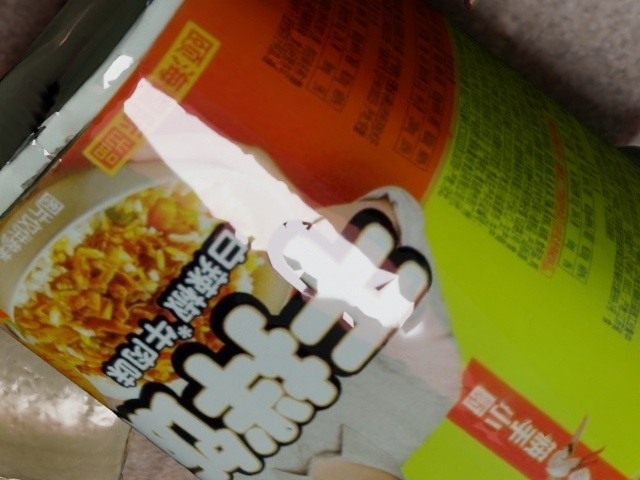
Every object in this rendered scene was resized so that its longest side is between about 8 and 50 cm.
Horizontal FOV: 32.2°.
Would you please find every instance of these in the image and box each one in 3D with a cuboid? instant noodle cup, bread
[{"bbox_3d":[0.000,0.000,0.534,0.308,0.294,0.294,37,121,-23],"label":"instant noodle cup"},{"bbox_3d":[-0.176,0.080,0.665,0.141,0.134,0.148,12,119,-10],"label":"bread"}]

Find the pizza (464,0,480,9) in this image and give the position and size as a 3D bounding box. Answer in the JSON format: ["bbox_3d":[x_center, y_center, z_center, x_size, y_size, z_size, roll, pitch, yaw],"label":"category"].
[{"bbox_3d":[0.074,-0.187,0.491,0.201,0.053,0.193,-17,131,11],"label":"pizza"}]
